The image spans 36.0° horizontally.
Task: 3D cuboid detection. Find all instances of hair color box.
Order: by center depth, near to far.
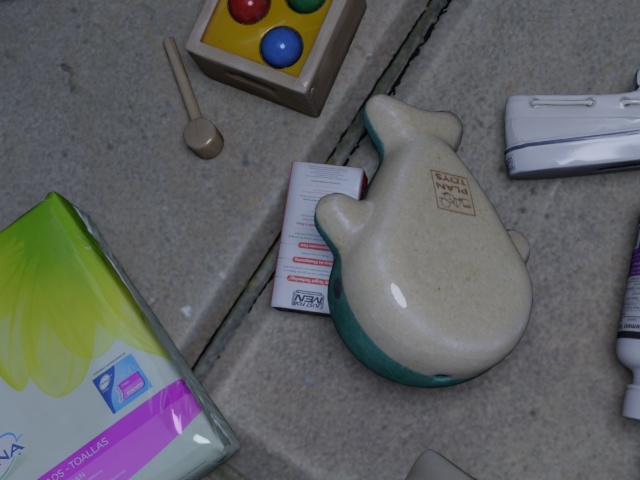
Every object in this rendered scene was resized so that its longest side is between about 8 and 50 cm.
[{"bbox_3d":[0.000,0.000,0.932,0.072,0.043,0.141,7,81,10],"label":"hair color box"}]

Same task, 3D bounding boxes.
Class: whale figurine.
[{"bbox_3d":[0.083,0.003,0.883,0.216,0.141,0.272,9,58,-25],"label":"whale figurine"}]

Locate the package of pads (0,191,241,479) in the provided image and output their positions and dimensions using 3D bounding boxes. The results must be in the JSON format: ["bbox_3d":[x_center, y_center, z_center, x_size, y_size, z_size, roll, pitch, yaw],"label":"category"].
[{"bbox_3d":[-0.251,0.139,0.918,0.229,0.101,0.296,-35,77,0],"label":"package of pads"}]

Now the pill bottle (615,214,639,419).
[{"bbox_3d":[0.314,0.064,0.841,0.108,0.108,0.193,11,83,10],"label":"pill bottle"}]

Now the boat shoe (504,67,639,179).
[{"bbox_3d":[0.299,-0.111,0.884,0.268,0.096,0.088,-6,84,16],"label":"boat shoe"}]

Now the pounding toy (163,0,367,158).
[{"bbox_3d":[-0.081,-0.182,0.948,0.181,0.094,0.206,22,84,11],"label":"pounding toy"}]

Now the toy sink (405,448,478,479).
[{"bbox_3d":[0.144,0.294,0.804,0.131,0.234,0.152,32,85,-17],"label":"toy sink"}]
